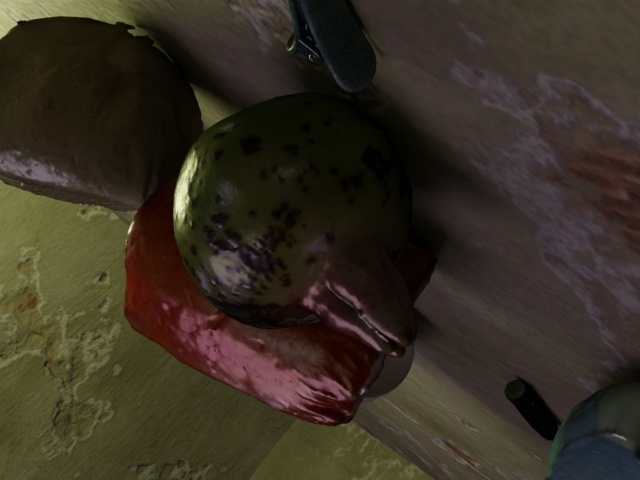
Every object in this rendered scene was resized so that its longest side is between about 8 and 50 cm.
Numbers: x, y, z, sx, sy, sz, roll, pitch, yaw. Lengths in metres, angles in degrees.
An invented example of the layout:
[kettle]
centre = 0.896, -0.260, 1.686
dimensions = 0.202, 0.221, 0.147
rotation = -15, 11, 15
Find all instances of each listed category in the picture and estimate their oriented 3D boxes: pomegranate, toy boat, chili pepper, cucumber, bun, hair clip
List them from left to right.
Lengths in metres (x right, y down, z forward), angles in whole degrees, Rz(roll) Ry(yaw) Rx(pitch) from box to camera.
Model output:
[bun]
centre = -0.265, -0.145, 1.042
dimensions = 0.281, 0.205, 0.281
rotation = 10, 176, 1
[chili pepper]
centre = -0.030, 0.053, 0.983
dimensions = 0.305, 0.251, 0.229
rotation = 30, 132, 21
[hair clip]
centre = -0.004, -0.169, 0.554
dimensions = 0.070, 0.039, 0.229
rotation = 37, 168, 17
[pomegranate]
centre = 0.000, 0.000, 0.758
dimensions = 0.248, 0.214, 0.214
rotation = 48, 174, 29
[cucumber]
centre = 0.282, 0.227, 1.209
dimensions = 0.032, 0.032, 0.133
rotation = 26, 164, 50
[toy boat]
centre = 0.338, 0.225, 0.899
dimensions = 0.215, 0.123, 0.330
rotation = 26, 154, 20

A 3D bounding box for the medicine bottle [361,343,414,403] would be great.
[medicine bottle]
centre = 0.036, 0.159, 1.373
dimensions = 0.170, 0.170, 0.293
rotation = 40, 170, -6
